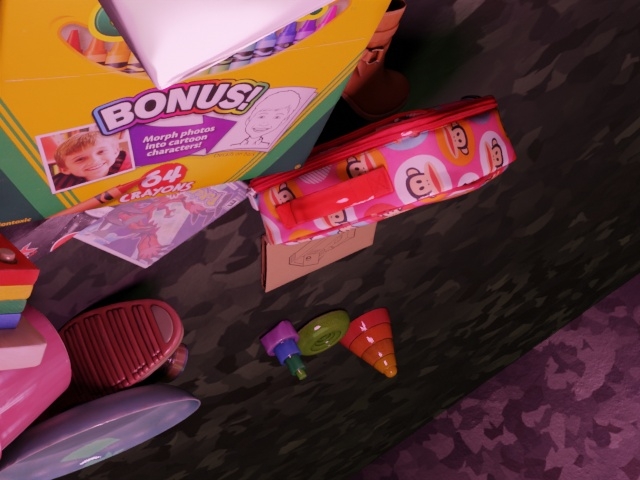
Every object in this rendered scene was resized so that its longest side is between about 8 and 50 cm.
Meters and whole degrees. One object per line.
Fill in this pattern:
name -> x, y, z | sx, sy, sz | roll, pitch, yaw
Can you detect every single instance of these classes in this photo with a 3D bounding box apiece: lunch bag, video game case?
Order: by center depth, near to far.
lunch bag -> 0.061, -0.075, 1.137 | 0.293, 0.120, 0.258 | -17, -175, 41
video game case -> -0.196, -0.044, 1.156 | 0.183, 0.023, 0.201 | -34, 158, 9

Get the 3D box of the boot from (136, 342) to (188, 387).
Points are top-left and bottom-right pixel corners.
boot -> -0.307, 0.205, 1.474 | 0.106, 0.082, 0.219 | 23, 134, -32

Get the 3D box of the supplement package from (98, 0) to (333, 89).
supplement package -> -0.099, -0.273, 0.544 | 0.175, 0.177, 0.293 | -29, 130, -8

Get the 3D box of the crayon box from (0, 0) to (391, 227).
crayon box -> -0.138, -0.165, 0.878 | 0.362, 0.106, 0.313 | -14, 155, -30

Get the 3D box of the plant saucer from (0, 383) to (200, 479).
plant saucer -> -0.324, 0.273, 1.331 | 0.317, 0.044, 0.317 | -24, 166, -6

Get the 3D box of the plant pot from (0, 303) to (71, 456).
plant pot -> -0.410, 0.169, 1.133 | 0.180, 0.201, 0.201 | -30, 161, -43

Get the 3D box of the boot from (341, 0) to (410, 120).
boot -> 0.060, -0.216, 1.091 | 0.197, 0.073, 0.152 | -12, 145, -42

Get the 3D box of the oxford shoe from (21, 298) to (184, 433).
oxford shoe -> -0.322, 0.186, 1.348 | 0.348, 0.123, 0.130 | -28, 160, 18

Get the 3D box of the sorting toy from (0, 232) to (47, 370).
sorting toy -> -0.391, 0.007, 0.785 | 0.255, 0.257, 0.089 | 2, 118, -53

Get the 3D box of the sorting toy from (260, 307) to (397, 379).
sorting toy -> 0.040, 0.216, 1.805 | 0.127, 0.126, 0.365 | -45, 153, 27

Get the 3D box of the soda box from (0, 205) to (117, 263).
soda box -> -0.302, -0.028, 1.037 | 0.169, 0.053, 0.060 | -33, 155, 4

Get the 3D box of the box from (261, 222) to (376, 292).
box -> 0.000, 0.000, 1.479 | 0.201, 0.021, 0.164 | -25, 155, -16
